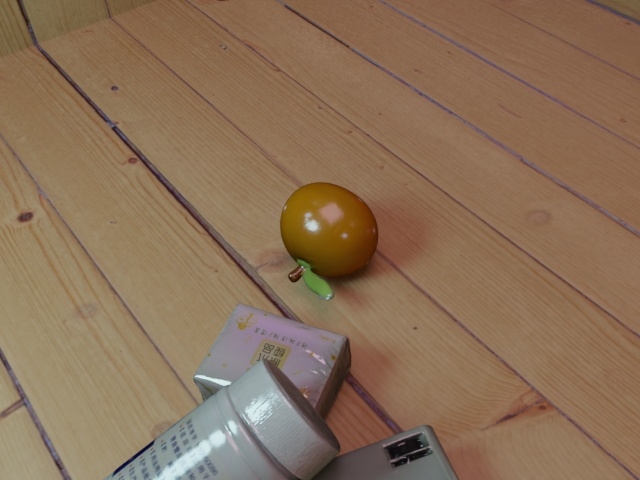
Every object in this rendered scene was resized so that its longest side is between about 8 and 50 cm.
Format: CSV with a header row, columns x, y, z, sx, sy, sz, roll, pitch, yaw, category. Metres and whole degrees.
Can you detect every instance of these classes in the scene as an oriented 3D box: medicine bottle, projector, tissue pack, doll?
x,y,z,sx,sy,sz,roll,pitch,yaw,category
-0.151,0.342,1.040,0.332,0.190,0.190,-37,53,-2,medicine bottle
0.102,0.427,1.078,0.250,0.108,0.198,-18,49,-12,projector
-0.081,0.235,1.252,0.225,0.124,0.185,16,52,17,tissue pack
0.000,0.000,1.430,0.213,0.213,0.236,25,66,23,doll
